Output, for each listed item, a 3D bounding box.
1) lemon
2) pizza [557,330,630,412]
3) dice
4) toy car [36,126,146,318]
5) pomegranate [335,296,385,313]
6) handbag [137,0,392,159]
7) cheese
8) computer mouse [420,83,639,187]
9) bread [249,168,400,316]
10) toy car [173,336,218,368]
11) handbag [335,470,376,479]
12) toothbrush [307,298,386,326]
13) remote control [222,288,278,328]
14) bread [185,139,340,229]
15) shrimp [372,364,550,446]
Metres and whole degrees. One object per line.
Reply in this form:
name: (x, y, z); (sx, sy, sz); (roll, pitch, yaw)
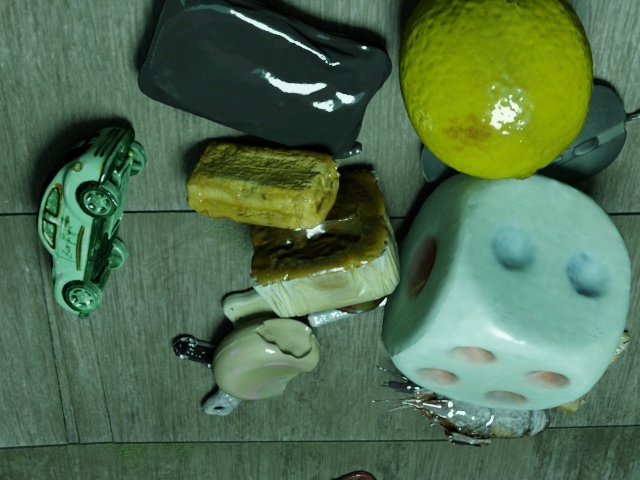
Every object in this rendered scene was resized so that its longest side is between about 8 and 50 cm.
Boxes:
lemon: (0.221, -0.212, 1.279); (0.267, 0.267, 0.267); (-2, 127, -3)
pizza: (0.454, 0.220, 1.741); (0.195, 0.052, 0.185); (-37, 124, 21)
dice: (0.257, 0.074, 1.420); (0.262, 0.265, 0.268); (19, 152, -12)
toy car: (-0.341, -0.029, 1.452); (0.125, 0.136, 0.306); (19, 125, -2)
pomegranate: (0.050, 0.052, 1.545); (0.130, 0.130, 0.130); (-2, 127, -3)
handbag: (-0.067, -0.225, 1.357); (0.332, 0.075, 0.192); (16, 126, -18)
cheese: (-0.117, 0.223, 1.679); (0.163, 0.082, 0.286); (10, 142, -26)
computer mouse: (0.333, -0.140, 1.445); (0.379, 0.090, 0.167); (-15, 127, 5)
bread: (0.002, -0.001, 1.454); (0.209, 0.192, 0.110); (-9, 140, 6)
toy car: (-0.202, 0.185, 1.682); (0.093, 0.025, 0.041); (23, 120, -25)
handbag: (0.029, 0.584, 1.966); (0.275, 0.084, 0.260); (-23, 127, 13)
toothbrush: (0.144, 0.086, 1.630); (0.342, 0.030, 0.025); (-15, 102, 7)
remote control: (-0.095, 0.102, 1.624); (0.122, 0.032, 0.074); (-21, 125, 12)
bread: (-0.082, -0.077, 1.411); (0.211, 0.114, 0.083); (11, 143, 20)
shrimp: (0.237, 0.277, 1.723); (0.343, 0.145, 0.116); (14, 99, -20)
